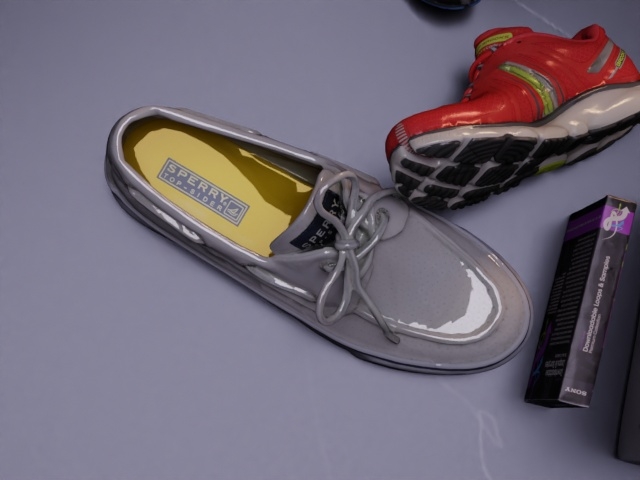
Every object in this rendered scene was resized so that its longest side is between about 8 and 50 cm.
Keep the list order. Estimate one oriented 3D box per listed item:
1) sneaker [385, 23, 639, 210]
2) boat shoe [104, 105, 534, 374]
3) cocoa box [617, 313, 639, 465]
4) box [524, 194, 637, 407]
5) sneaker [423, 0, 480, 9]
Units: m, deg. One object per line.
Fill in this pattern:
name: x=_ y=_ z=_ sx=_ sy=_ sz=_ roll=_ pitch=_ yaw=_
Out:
sneaker: x=0.141 y=-0.106 z=1.220 sx=0.279 sy=0.107 sz=0.118 roll=-18 pitch=72 yaw=-41
boat shoe: x=0.003 y=-0.008 z=1.200 sx=0.367 sy=0.156 sz=0.136 roll=29 pitch=83 yaw=0
cocoa box: x=0.381 y=0.072 z=1.121 sx=0.228 sy=0.347 sz=0.231 roll=12 pitch=82 yaw=-3
box: x=0.202 y=0.051 z=1.228 sx=0.029 sy=0.116 sz=0.162 roll=17 pitch=83 yaw=-3
sneaker: x=0.079 y=-0.274 z=1.275 sx=0.067 sy=0.078 sz=0.188 roll=-21 pitch=86 yaw=-6
